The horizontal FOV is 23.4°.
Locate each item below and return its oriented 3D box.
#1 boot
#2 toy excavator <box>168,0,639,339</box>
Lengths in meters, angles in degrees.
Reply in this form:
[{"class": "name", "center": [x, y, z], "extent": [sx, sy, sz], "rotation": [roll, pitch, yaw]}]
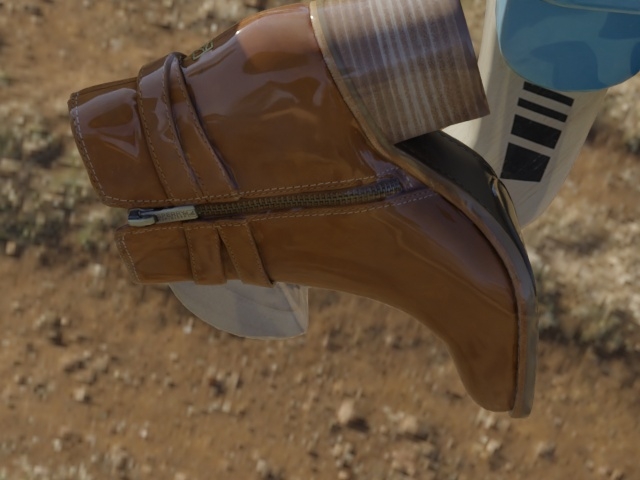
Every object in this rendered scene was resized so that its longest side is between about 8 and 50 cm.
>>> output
[{"class": "boot", "center": [0.000, 0.000, 0.601], "extent": [0.152, 0.197, 0.073], "rotation": [-15, 26, 7]}, {"class": "toy excavator", "center": [0.143, -0.109, 0.749], "extent": [0.432, 0.445, 0.222], "rotation": [3, 44, -5]}]
